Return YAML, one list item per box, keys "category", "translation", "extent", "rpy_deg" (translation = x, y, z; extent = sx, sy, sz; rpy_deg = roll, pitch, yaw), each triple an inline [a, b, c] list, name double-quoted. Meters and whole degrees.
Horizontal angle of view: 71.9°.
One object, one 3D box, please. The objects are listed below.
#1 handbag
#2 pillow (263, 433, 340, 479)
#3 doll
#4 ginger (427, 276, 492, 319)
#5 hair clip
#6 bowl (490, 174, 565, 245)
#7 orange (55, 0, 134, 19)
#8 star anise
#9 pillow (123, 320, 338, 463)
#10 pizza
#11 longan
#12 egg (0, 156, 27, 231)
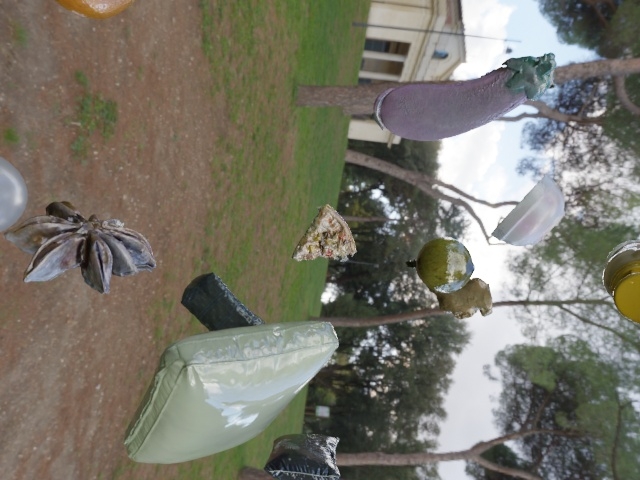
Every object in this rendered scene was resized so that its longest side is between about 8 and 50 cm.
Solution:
- category: "handbag"
  translation: [-0.179, 0.167, 0.933]
  extent: [0.088, 0.270, 0.175]
  rpy_deg: [-47, 170, -8]
- category: "pillow"
  translation: [-0.034, 0.413, 0.847]
  extent: [0.208, 0.142, 0.055]
  rpy_deg: [79, 11, -80]
- category: "doll"
  translation: [0.311, 0.028, 0.411]
  extent: [0.127, 0.073, 0.084]
  rpy_deg: [-20, 142, -51]
- category: "ginger"
  translation: [0.443, 0.184, 1.417]
  extent: [0.074, 0.214, 0.137]
  rpy_deg: [22, 70, -59]
- category: "hair clip"
  translation: [0.266, -0.269, 0.859]
  extent: [0.110, 0.359, 0.095]
  rpy_deg: [26, 60, -49]
- category: "bowl"
  translation: [0.773, -0.086, 1.606]
  extent: [0.287, 0.144, 0.287]
  rpy_deg: [-42, 162, -17]
- category: "orange"
  translation: [-0.522, -0.624, 0.979]
  extent: [0.171, 0.240, 0.240]
  rpy_deg: [47, -30, 29]
- category: "star anise"
  translation: [-0.402, 0.012, 0.764]
  extent: [0.229, 0.237, 0.093]
  rpy_deg: [52, -58, 39]
- category: "pillow"
  translation: [-0.140, 0.231, 0.662]
  extent: [0.322, 0.256, 0.119]
  rpy_deg: [-56, -132, 37]
- category: "pizza"
  translation: [0.000, 0.000, 1.290]
  extent: [0.185, 0.195, 0.052]
  rpy_deg: [57, -16, 3]
- category: "longan"
  translation: [0.304, 0.063, 1.135]
  extent: [0.154, 0.176, 0.145]
  rpy_deg: [58, 35, -52]
- category: "egg"
  translation: [-0.676, -0.091, 0.845]
  extent: [0.232, 0.176, 0.176]
  rpy_deg: [-170, -94, -80]
